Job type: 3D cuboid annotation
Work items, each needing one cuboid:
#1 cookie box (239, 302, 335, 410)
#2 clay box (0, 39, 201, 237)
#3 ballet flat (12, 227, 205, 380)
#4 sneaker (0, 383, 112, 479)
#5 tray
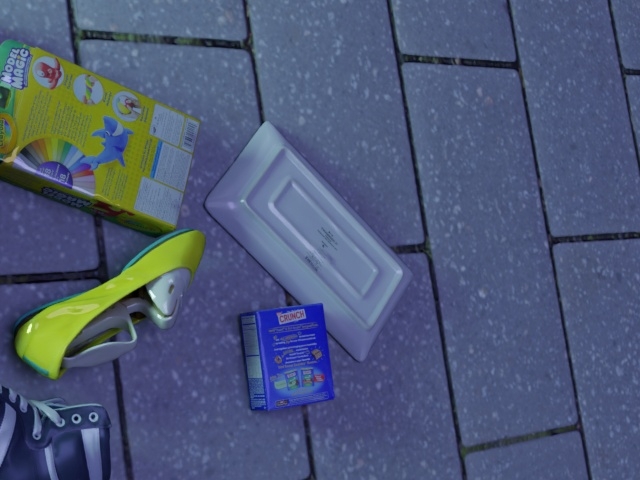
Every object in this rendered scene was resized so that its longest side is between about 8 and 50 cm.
[{"bbox_3d":[-0.036,0.126,1.254,0.092,0.040,0.107,-4,86,-36],"label":"cookie box"},{"bbox_3d":[-0.236,-0.100,1.153,0.222,0.053,0.127,22,67,-29],"label":"clay box"},{"bbox_3d":[-0.188,0.068,1.130,0.231,0.077,0.077,-30,59,-33],"label":"ballet flat"},{"bbox_3d":[-0.290,0.145,1.017,0.153,0.099,0.282,-38,115,-32],"label":"sneaker"},{"bbox_3d":[0.000,0.000,1.320,0.270,0.030,0.145,46,58,-19],"label":"tray"}]
